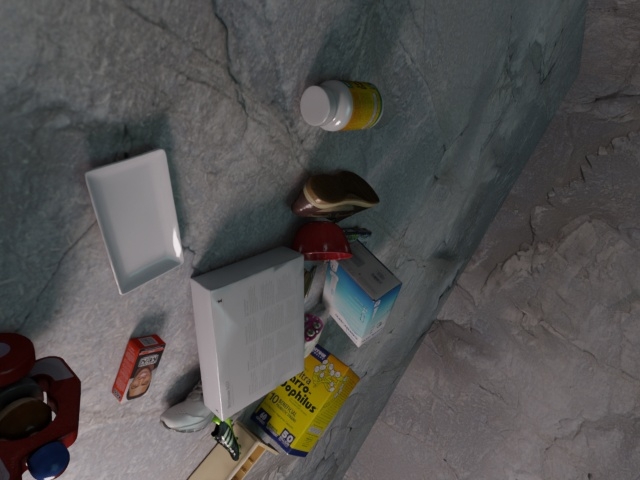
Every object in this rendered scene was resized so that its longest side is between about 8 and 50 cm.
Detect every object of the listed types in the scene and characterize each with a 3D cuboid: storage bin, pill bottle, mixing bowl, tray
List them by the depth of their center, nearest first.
[{"bbox_3d":[-0.338,-0.033,0.798,0.145,0.030,0.270,-31,140,-38],"label":"tray"},{"bbox_3d":[0.052,-0.323,1.032,0.209,0.118,0.117,-20,131,-47],"label":"pill bottle"},{"bbox_3d":[0.000,0.000,1.215,0.181,0.182,0.098,13,73,-59],"label":"mixing bowl"},{"bbox_3d":[-0.296,0.791,1.482,0.262,0.123,0.260,-48,147,-19],"label":"storage bin"}]

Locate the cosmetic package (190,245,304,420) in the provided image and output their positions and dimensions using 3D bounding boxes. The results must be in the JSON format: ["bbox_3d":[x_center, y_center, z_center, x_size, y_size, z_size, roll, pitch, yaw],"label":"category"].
[{"bbox_3d":[-0.174,0.233,1.120,0.285,0.098,0.376,-21,121,-44],"label":"cosmetic package"}]

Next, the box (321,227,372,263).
[{"bbox_3d":[0.084,0.016,1.436,0.207,0.036,0.114,-2,119,-51],"label":"box"}]

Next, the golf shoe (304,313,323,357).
[{"bbox_3d":[-0.102,0.385,1.430,0.306,0.115,0.140,-38,147,-30],"label":"golf shoe"}]

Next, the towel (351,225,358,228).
[{"bbox_3d":[0.107,-0.010,1.490,0.060,0.009,0.083,-26,136,-44],"label":"towel"}]

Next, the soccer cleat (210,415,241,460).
[{"bbox_3d":[-0.301,0.618,1.350,0.073,0.060,0.178,-19,102,-32],"label":"soccer cleat"}]

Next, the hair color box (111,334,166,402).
[{"bbox_3d":[-0.406,0.285,0.960,0.072,0.043,0.141,2,115,-57],"label":"hair color box"}]

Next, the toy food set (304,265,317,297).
[{"bbox_3d":[-0.064,0.145,1.323,0.192,0.039,0.132,-37,146,-75],"label":"toy food set"}]

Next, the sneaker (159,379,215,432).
[{"bbox_3d":[-0.311,0.425,1.191,0.297,0.111,0.129,-12,106,-53],"label":"sneaker"}]

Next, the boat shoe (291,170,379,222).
[{"bbox_3d":[0.045,-0.114,1.231,0.123,0.123,0.342,-41,165,32],"label":"boat shoe"}]

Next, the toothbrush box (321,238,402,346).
[{"bbox_3d":[0.124,0.179,1.419,0.126,0.216,0.295,-27,147,-27],"label":"toothbrush box"}]

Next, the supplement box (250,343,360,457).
[{"bbox_3d":[-0.048,0.583,1.596,0.356,0.194,0.195,-52,149,-14],"label":"supplement box"}]

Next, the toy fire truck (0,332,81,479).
[{"bbox_3d":[-0.499,0.288,0.618,0.302,0.254,0.169,-17,129,-49],"label":"toy fire truck"}]
